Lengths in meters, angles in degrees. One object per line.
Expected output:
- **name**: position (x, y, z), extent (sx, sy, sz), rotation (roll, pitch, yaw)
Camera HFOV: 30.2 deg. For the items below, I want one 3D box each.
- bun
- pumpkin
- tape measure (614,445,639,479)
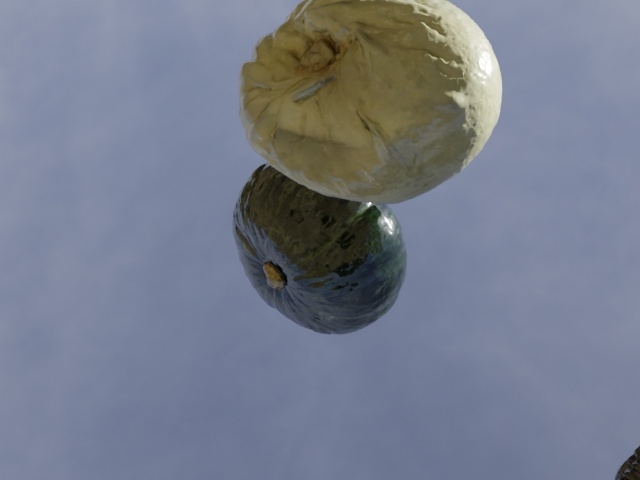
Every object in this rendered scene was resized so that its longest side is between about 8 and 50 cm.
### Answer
- **bun**: position (0.029, -0.109, 0.831), extent (0.188, 0.111, 0.164), rotation (23, -94, 27)
- **pumpkin**: position (0.000, 0.003, 1.278), extent (0.152, 0.211, 0.212), rotation (-30, -143, -34)
- **tape measure**: position (0.272, 0.196, 0.874), extent (0.199, 0.186, 0.112), rotation (-49, -119, 19)
